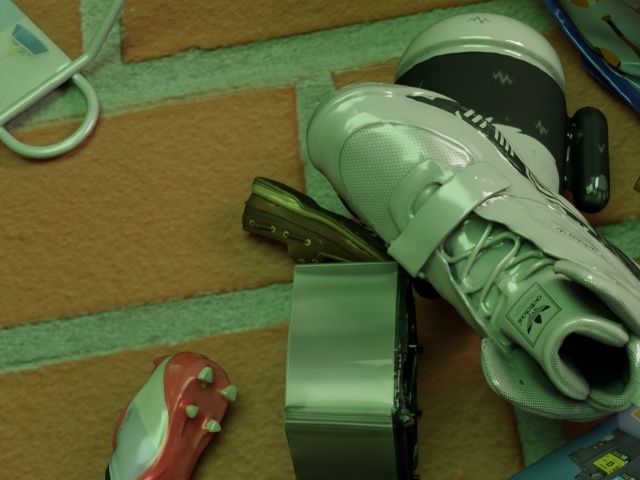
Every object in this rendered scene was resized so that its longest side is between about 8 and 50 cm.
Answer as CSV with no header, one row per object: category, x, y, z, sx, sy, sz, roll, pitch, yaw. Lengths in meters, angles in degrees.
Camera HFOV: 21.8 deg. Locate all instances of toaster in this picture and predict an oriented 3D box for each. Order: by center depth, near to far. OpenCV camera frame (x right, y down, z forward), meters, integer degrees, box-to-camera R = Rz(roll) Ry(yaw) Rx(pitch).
toaster,0.032,0.118,1.448,0.110,0.185,0.168,0,60,5

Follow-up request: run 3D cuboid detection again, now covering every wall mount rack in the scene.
wall mount rack,-0.331,-0.262,1.776,0.304,0.130,0.350,-39,61,-13

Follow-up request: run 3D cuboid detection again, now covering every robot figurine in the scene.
robot figurine,0.144,-0.079,1.558,0.174,0.209,0.278,-27,47,44

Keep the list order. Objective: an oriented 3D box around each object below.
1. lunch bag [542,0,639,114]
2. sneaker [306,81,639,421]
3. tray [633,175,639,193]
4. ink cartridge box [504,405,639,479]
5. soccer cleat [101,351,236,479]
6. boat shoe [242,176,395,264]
lunch bag,0.368,-0.324,1.618,0.328,0.239,0.385,-35,87,-13
sneaker,0.141,0.010,1.339,0.366,0.210,0.137,38,104,-6
tray,0.499,-0.019,1.437,0.411,0.076,0.203,34,69,4
ink cartridge box,0.203,0.295,1.263,0.395,0.151,0.270,-32,23,-7
soccer cleat,-0.164,0.211,1.501,0.095,0.083,0.248,6,61,48
boat shoe,0.000,0.000,1.604,0.178,0.064,0.060,29,99,26
